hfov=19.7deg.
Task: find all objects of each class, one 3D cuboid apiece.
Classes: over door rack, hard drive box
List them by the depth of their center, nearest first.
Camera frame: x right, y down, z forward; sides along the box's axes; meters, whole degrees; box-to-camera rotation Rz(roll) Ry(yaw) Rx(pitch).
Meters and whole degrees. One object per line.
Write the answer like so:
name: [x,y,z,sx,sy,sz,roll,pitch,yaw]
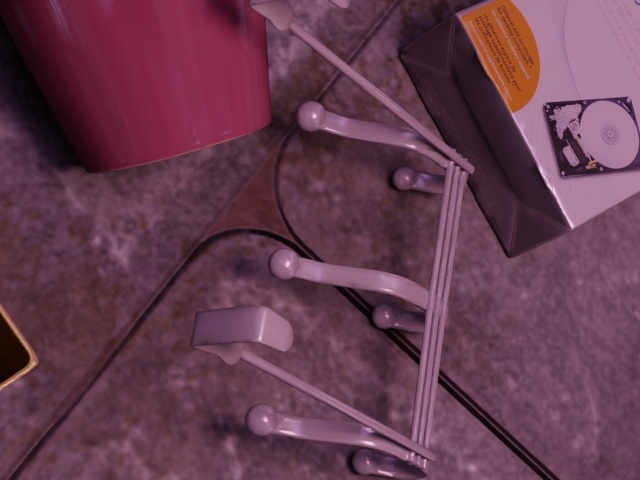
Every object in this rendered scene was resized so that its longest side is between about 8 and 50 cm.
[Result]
over door rack: [0.000,0.000,1.180,0.324,0.108,0.239,45,49,-60]
hard drive box: [0.206,-0.120,1.402,0.232,0.089,0.181,-28,90,-31]

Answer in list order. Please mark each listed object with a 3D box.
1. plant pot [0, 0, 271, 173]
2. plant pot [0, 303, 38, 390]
plant pot: [-0.117,-0.146,1.199,0.201,0.201,0.180,-21,101,-30]
plant pot: [-0.237,0.072,1.123,0.081,0.083,0.081,-36,92,-30]
